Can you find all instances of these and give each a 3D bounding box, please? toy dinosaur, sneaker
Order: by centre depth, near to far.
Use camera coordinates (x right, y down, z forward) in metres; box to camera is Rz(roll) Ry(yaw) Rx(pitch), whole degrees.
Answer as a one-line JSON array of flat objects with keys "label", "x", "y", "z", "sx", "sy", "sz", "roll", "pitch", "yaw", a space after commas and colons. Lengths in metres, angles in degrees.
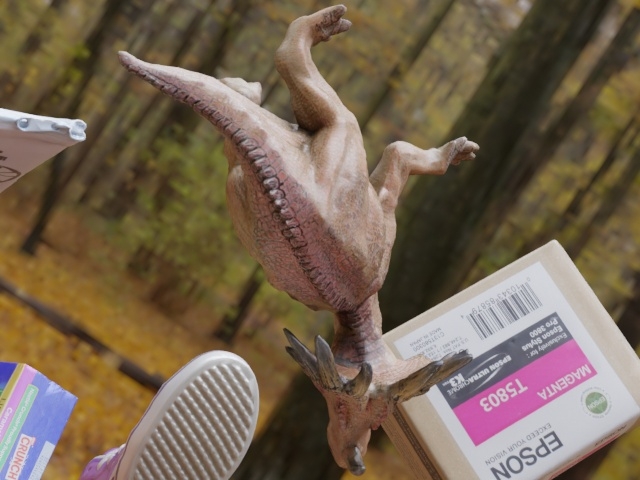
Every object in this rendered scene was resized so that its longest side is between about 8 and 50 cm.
[{"label": "toy dinosaur", "x": 0.000, "y": 0.000, "z": 1.007, "sx": 0.127, "sy": 0.200, "sz": 0.295, "roll": -14, "pitch": -35, "yaw": 25}, {"label": "sneaker", "x": -0.163, "y": 0.200, "z": 1.640, "sx": 0.102, "sy": 0.282, "sz": 0.161, "roll": 24, "pitch": 15, "yaw": -27}]

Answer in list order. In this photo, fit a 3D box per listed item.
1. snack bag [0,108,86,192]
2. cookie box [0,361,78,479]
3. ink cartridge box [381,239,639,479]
[{"label": "snack bag", "x": -0.433, "y": -0.089, "z": 1.636, "sx": 0.323, "sy": 0.037, "sz": 0.342, "roll": 10, "pitch": -19, "yaw": -31}, {"label": "cookie box", "x": -0.186, "y": 0.111, "z": 0.927, "sx": 0.040, "sy": 0.092, "sz": 0.107, "roll": 36, "pitch": -23, "yaw": -33}, {"label": "ink cartridge box", "x": 0.176, "y": 0.139, "z": 1.679, "sx": 0.193, "sy": 0.234, "sz": 0.088, "roll": 56, "pitch": -20, "yaw": 14}]
